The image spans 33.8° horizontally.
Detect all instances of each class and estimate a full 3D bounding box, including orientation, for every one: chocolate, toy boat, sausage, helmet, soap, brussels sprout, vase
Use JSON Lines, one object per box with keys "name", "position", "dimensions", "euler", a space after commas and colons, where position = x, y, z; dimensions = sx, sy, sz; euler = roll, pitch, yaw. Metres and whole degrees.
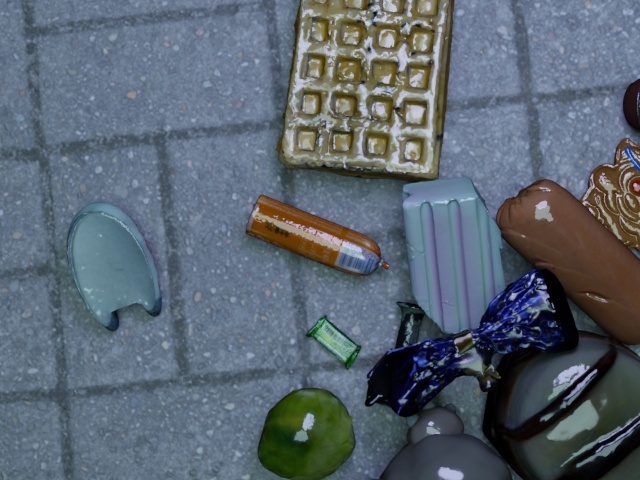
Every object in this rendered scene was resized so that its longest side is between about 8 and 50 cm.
{"name": "chocolate", "position": [0.386, 0.272, 1.563], "dimensions": [0.284, 0.186, 0.283], "euler": [1, 97, 6]}
{"name": "toy boat", "position": [-0.332, 0.037, 1.696], "dimensions": [0.134, 0.079, 0.207], "euler": [-21, 97, 9]}
{"name": "sausage", "position": [0.399, 0.029, 1.597], "dimensions": [0.304, 0.121, 0.121], "euler": [41, 90, -13]}
{"name": "helmet", "position": [0.506, -0.209, 1.661], "dimensions": [0.089, 0.057, 0.111], "euler": [1, 93, -39]}
{"name": "sausage", "position": [0.000, 0.000, 1.673], "dimensions": [0.234, 0.071, 0.071], "euler": [22, 89, 4]}
{"name": "soap", "position": [0.207, 0.026, 1.617], "dimensions": [0.145, 0.091, 0.230], "euler": [-6, 114, 6]}
{"name": "chocolate", "position": [0.209, 0.167, 1.550], "dimensions": [0.343, 0.126, 0.148], "euler": [-28, 51, 13]}
{"name": "brussels sprout", "position": [-0.021, 0.306, 1.634], "dimensions": [0.149, 0.122, 0.151], "euler": [6, 87, 6]}
{"name": "vase", "position": [0.132, 0.181, 1.663], "dimensions": [0.059, 0.059, 0.167], "euler": [11, 88, 3]}

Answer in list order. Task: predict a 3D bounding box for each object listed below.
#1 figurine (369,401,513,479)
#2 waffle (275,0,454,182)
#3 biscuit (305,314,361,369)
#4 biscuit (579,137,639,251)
{"name": "figurine", "position": [0.233, 0.437, 1.575], "dimensions": [0.380, 0.203, 0.248], "euler": [41, 86, 3]}
{"name": "waffle", "position": [0.074, -0.286, 1.664], "dimensions": [0.261, 0.114, 0.376], "euler": [5, 88, 6]}
{"name": "biscuit", "position": [0.024, 0.162, 1.691], "dimensions": [0.089, 0.016, 0.046], "euler": [40, 91, 4]}
{"name": "biscuit", "position": [0.494, -0.060, 1.670], "dimensions": [0.280, 0.043, 0.183], "euler": [-33, 83, -2]}
